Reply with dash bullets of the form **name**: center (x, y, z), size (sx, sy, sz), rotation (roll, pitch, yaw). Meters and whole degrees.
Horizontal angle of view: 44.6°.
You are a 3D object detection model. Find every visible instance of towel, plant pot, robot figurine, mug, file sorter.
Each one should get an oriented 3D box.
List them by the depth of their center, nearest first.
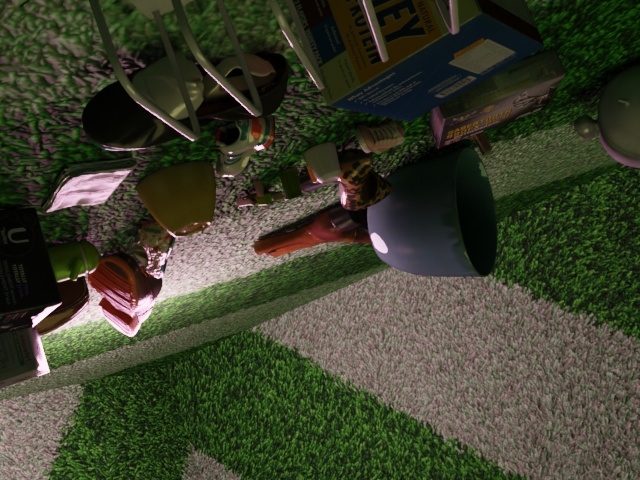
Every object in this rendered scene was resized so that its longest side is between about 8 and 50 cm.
- **file sorter**: center (-0.042, -0.222, 0.657), size (0.278, 0.173, 0.193), rotation (-21, 169, 8)
- **towel**: center (-0.352, -0.081, 1.187), size (0.113, 0.023, 0.152), rotation (-11, 166, -36)
- **plant pot**: center (-0.230, -0.062, 1.310), size (0.134, 0.095, 0.134), rotation (-20, 169, -4)
- **robot figurine**: center (-0.465, 0.037, 1.447), size (0.115, 0.067, 0.101), rotation (-16, -164, -23)
- **mug**: center (0.008, -0.139, 1.449), size (0.062, 0.064, 0.078), rotation (-21, 170, -1)
- **robot figurine**: center (0.713, -0.271, 1.710), size (0.300, 0.200, 0.353), rotation (-13, 172, 18)
- **plant pot**: center (0.248, -0.050, 1.787), size (0.235, 0.293, 0.293), rotation (-8, 176, 28)

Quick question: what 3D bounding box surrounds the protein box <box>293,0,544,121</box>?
- **protein box**: center (0.114, -0.249, 0.901), size (0.200, 0.136, 0.201), rotation (-26, 168, 31)

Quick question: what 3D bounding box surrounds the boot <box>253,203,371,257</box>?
- **boot**: center (0.000, 0.000, 2.040), size (0.280, 0.096, 0.264), rotation (-24, 169, 21)

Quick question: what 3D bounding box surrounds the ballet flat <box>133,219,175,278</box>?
- **ballet flat**: center (-0.337, 0.011, 1.573), size (0.077, 0.091, 0.241), rotation (14, 156, -11)

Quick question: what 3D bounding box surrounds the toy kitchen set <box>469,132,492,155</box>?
- **toy kitchen set**: center (0.303, -0.207, 1.614), size (0.083, 0.075, 0.068), rotation (-24, 168, -3)

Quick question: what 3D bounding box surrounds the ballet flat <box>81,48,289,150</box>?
- **ballet flat**: center (-0.147, -0.182, 0.917), size (0.280, 0.095, 0.096), rotation (-24, 165, -42)

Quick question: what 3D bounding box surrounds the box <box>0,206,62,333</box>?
- **box**: center (-0.551, 0.061, 1.148), size (0.270, 0.165, 0.143), rotation (-9, 165, -41)

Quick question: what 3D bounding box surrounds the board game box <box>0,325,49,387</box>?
- **board game box**: center (-0.658, 0.173, 1.353), size (0.303, 0.224, 0.097), rotation (-18, 168, -9)

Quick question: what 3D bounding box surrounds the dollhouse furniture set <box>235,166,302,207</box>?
- **dollhouse furniture set**: center (-0.104, -0.104, 1.526), size (0.076, 0.058, 0.152), rotation (-21, -169, -39)

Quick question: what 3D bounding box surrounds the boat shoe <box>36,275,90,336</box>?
- **boat shoe**: center (-0.619, 0.136, 1.529), size (0.324, 0.122, 0.120), rotation (-18, 166, -14)

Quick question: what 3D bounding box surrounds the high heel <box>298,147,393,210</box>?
- **high heel**: center (0.105, -0.127, 1.571), size (0.261, 0.093, 0.186), rotation (2, 165, -43)

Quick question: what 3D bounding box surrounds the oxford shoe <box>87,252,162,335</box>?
- **oxford shoe**: center (-0.431, 0.094, 1.760), size (0.133, 0.130, 0.363), rotation (-51, 176, -26)

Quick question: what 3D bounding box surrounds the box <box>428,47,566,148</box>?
- **box**: center (0.320, -0.258, 1.446), size (0.231, 0.056, 0.183), rotation (-21, 170, 1)

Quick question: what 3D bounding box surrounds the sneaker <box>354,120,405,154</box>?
- **sneaker**: center (0.110, -0.192, 1.413), size (0.070, 0.051, 0.134), rotation (-26, 171, 20)

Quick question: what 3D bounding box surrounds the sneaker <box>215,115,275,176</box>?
- **sneaker**: center (-0.136, -0.149, 1.195), size (0.075, 0.057, 0.161), rotation (8, 156, -33)
